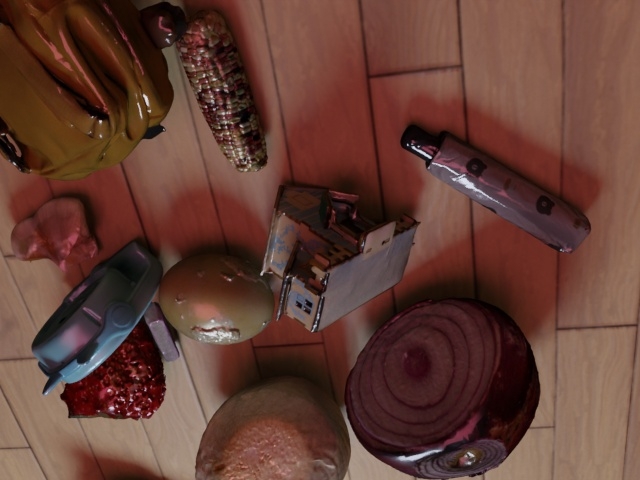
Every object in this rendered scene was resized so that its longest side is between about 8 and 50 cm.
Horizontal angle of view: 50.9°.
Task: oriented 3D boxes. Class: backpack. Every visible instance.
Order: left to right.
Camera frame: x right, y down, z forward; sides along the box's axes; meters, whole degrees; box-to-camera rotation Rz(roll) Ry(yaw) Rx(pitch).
[{"bbox_3d":[-0.380,-0.268,0.923,0.354,0.201,0.378,-6,123,38],"label":"backpack"}]

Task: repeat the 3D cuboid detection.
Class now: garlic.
[{"bbox_3d":[-0.468,-0.004,1.175,0.175,0.099,0.124,-20,102,18],"label":"garlic"}]

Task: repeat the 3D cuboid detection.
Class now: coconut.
[{"bbox_3d":[-0.084,0.401,1.276,0.329,0.328,0.328,3,121,5],"label":"coconut"}]

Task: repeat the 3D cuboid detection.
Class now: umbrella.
[{"bbox_3d":[0.275,-0.085,1.059,0.337,0.067,0.073,29,108,-10],"label":"umbrella"}]

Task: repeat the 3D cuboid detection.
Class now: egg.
[{"bbox_3d":[-0.179,0.102,1.169,0.202,0.164,0.164,13,121,-10],"label":"egg"}]

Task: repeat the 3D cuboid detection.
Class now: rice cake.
[{"bbox_3d":[-0.290,0.170,1.231,0.036,0.047,0.206,-27,153,-17],"label":"rice cake"}]

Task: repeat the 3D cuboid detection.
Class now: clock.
[{"bbox_3d":[-0.390,0.134,1.142,0.224,0.274,0.094,-36,110,22],"label":"clock"}]

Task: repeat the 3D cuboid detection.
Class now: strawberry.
[{"bbox_3d":[-0.381,0.246,1.276,0.187,0.184,0.201,15,97,18],"label":"strawberry"}]

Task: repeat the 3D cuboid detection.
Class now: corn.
[{"bbox_3d":[-0.145,-0.219,1.018,0.086,0.086,0.253,-12,121,13],"label":"corn"}]

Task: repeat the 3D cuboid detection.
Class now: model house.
[{"bbox_3d":[0.000,0.000,1.077,0.206,0.271,0.178,31,128,30],"label":"model house"}]

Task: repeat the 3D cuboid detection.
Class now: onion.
[{"bbox_3d":[0.230,0.270,1.157,0.337,0.281,0.260,-41,129,15],"label":"onion"}]
